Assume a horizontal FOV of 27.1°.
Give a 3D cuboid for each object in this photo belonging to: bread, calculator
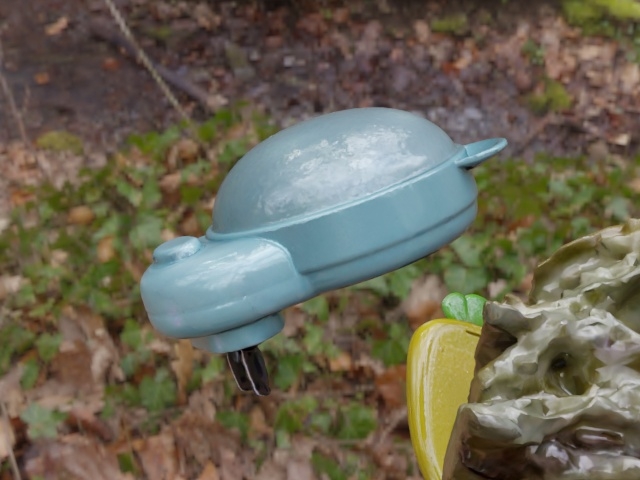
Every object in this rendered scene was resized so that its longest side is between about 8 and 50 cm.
[{"bbox_3d":[0.206,0.082,0.658,0.314,0.370,0.191,0,55,-3],"label":"bread"},{"bbox_3d":[0.147,0.154,1.281,0.146,0.032,0.234,18,58,-27],"label":"calculator"}]

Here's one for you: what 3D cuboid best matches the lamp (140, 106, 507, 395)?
[{"bbox_3d":[-0.006,-0.011,1.010,0.284,0.147,0.209,-43,15,-16],"label":"lamp"}]
